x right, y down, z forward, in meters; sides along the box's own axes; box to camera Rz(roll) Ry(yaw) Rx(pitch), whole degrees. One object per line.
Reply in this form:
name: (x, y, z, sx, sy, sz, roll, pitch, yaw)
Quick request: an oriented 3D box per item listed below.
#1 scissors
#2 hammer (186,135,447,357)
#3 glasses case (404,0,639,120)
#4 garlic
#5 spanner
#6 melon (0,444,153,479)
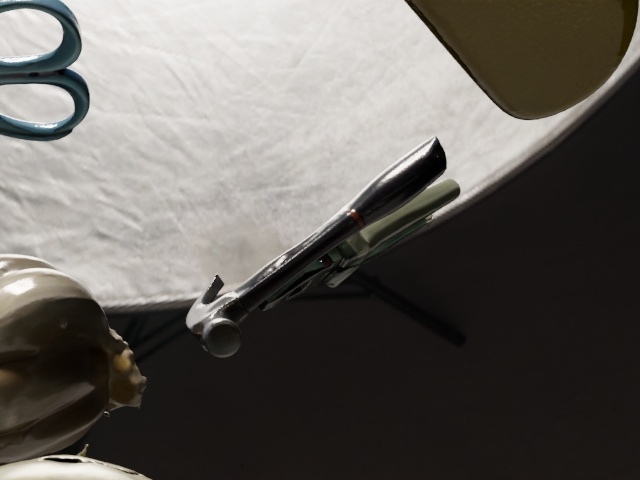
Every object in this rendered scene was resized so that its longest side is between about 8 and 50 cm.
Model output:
scissors: (-0.292, -0.113, 0.668, 0.255, 0.125, 0.030, -4, 51, -9)
hammer: (0.000, 0.000, 0.885, 0.289, 0.137, 0.037, -37, 105, -12)
glasses case: (0.140, -0.259, 0.794, 0.173, 0.371, 0.141, -32, 50, 20)
garlic: (-0.363, 0.137, 1.150, 0.210, 0.291, 0.238, 5, 88, 50)
spanner: (0.043, 0.006, 1.081, 0.324, 0.096, 0.040, -28, 75, -43)
melon: (-0.130, 0.258, 0.469, 0.222, 0.223, 0.317, -8, 59, -4)
